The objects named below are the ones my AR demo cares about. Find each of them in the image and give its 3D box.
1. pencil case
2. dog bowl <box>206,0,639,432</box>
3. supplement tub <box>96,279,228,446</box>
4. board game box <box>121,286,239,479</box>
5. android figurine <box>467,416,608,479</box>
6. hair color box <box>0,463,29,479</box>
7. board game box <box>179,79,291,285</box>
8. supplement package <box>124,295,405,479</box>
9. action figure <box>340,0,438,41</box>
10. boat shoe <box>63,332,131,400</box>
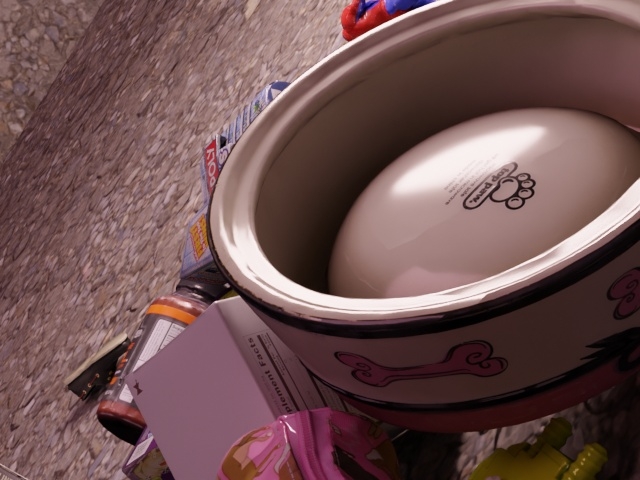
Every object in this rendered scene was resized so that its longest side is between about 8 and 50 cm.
[{"bbox_3d":[0.025,0.252,1.247,0.167,0.160,0.386,-56,20,9],"label":"pencil case"},{"bbox_3d":[0.127,-0.025,1.407,0.408,0.150,0.408,-17,35,12],"label":"dog bowl"},{"bbox_3d":[-0.165,0.135,2.090,0.106,0.106,0.198,-16,44,60],"label":"supplement tub"},{"bbox_3d":[-0.066,0.101,1.857,0.208,0.056,0.347,-41,12,28],"label":"board game box"},{"bbox_3d":[0.115,0.251,1.348,0.273,0.056,0.248,-55,20,3],"label":"android figurine"},{"bbox_3d":[-0.432,0.335,2.275,0.339,0.185,0.110,-15,45,61],"label":"hair color box"},{"bbox_3d":[-0.088,-0.044,1.998,0.194,0.060,0.194,-43,47,42],"label":"board game box"},{"bbox_3d":[-0.016,0.118,1.554,0.244,0.134,0.139,-14,-20,-48],"label":"supplement package"},{"bbox_3d":[0.113,-0.302,2.144,0.280,0.091,0.139,-20,47,56],"label":"action figure"},{"bbox_3d":[-0.281,0.162,2.402,0.133,0.042,0.049,-40,5,37],"label":"boat shoe"}]
